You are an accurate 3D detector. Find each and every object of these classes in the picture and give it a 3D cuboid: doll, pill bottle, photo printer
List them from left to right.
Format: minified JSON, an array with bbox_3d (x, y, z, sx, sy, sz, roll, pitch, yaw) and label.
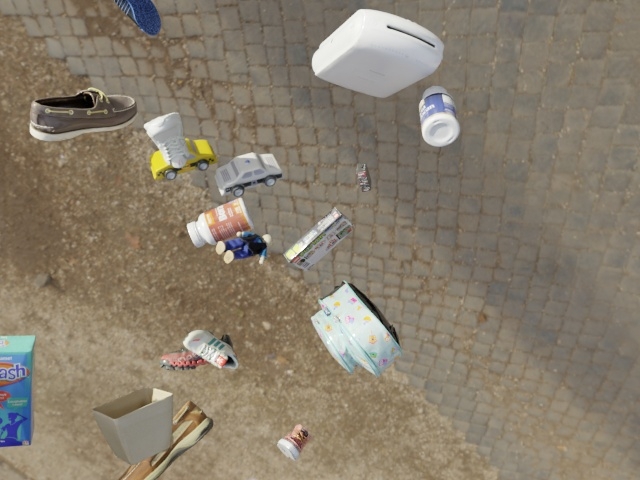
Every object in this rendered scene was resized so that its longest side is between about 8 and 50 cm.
[{"bbox_3d":[-0.352,-0.058,1.840,0.216,0.121,0.121,-23,119,-3],"label":"pill bottle"},{"bbox_3d":[-0.202,0.020,1.480,0.129,0.189,0.046,46,124,18],"label":"doll"},{"bbox_3d":[0.151,-0.484,1.365,0.256,0.107,0.307,11,174,-24],"label":"photo printer"},{"bbox_3d":[0.308,-0.332,1.368,0.094,0.169,0.094,2,136,2],"label":"pill bottle"}]

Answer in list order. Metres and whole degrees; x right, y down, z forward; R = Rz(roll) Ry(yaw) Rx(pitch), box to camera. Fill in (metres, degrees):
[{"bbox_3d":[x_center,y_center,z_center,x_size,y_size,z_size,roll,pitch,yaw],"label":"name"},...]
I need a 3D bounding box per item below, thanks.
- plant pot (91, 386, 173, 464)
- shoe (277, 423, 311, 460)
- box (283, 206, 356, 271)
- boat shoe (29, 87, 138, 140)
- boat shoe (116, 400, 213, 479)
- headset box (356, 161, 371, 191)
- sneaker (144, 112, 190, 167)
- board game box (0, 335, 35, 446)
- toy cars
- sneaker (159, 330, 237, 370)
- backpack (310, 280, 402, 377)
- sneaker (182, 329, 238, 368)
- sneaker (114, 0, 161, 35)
[{"bbox_3d":[-0.326,0.333,0.931,0.109,0.109,0.096,-6,97,47],"label":"plant pot"},{"bbox_3d":[-0.065,0.530,1.384,0.063,0.081,0.178,46,158,9],"label":"shoe"},{"bbox_3d":[0.000,0.000,1.547,0.207,0.036,0.114,-42,149,8],"label":"box"},{"bbox_3d":[-0.644,-0.365,1.447,0.116,0.324,0.097,35,129,20],"label":"boat shoe"},{"bbox_3d":[-0.444,0.563,1.408,0.120,0.324,0.122,51,139,5],"label":"boat shoe"},{"bbox_3d":[0.143,-0.212,1.716,0.032,0.062,0.083,-10,125,15],"label":"headset box"},{"bbox_3d":[-0.370,-0.244,1.310,0.090,0.232,0.115,-23,90,-5],"label":"sneaker"},{"bbox_3d":[-0.571,0.257,0.875,0.160,0.047,0.210,4,115,-22],"label":"board game box"},{"bbox_3d":[-0.297,-0.223,1.459,0.393,0.176,0.087,14,143,12],"label":"toy cars"},{"bbox_3d":[-0.444,0.399,1.891,0.276,0.135,0.097,-3,170,-22],"label":"sneaker"},{"bbox_3d":[0.080,0.199,1.107,0.188,0.144,0.166,35,161,50],"label":"backpack"},{"bbox_3d":[-0.266,0.277,1.298,0.161,0.057,0.075,39,176,-41],"label":"sneaker"},{"bbox_3d":[-0.570,-0.720,1.553,0.090,0.081,0.232,34,166,37],"label":"sneaker"}]
